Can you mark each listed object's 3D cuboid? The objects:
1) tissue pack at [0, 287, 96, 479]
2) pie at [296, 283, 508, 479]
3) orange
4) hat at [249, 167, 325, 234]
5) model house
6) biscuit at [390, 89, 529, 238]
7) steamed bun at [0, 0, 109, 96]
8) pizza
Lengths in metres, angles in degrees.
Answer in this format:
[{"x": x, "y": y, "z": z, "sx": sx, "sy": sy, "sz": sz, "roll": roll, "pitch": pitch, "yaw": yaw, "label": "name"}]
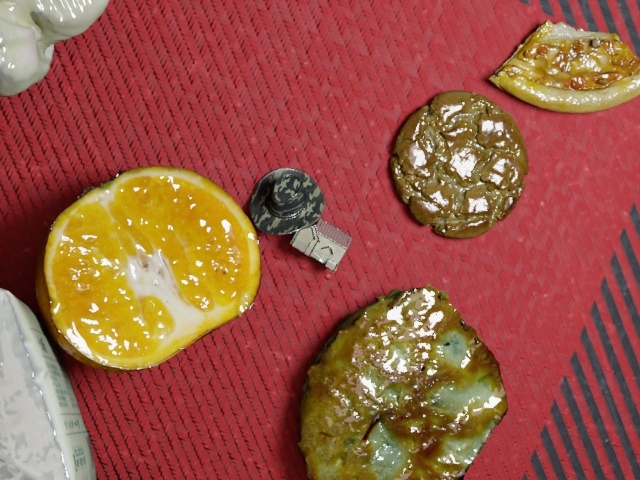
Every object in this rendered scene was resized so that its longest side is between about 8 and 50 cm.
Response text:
[{"x": -0.423, "y": 0.224, "z": 1.561, "sx": 0.207, "sy": 0.380, "sz": 0.297, "roll": -18, "pitch": 82, "yaw": -9, "label": "tissue pack"}, {"x": 0.115, "y": 0.242, "z": 1.817, "sx": 0.288, "sy": 0.103, "sz": 0.354, "roll": 32, "pitch": 91, "yaw": -10, "label": "pie"}, {"x": -0.234, "y": 0.038, "z": 1.670, "sx": 0.310, "sy": 0.274, "sz": 0.274, "roll": -38, "pitch": 98, "yaw": -7, "label": "orange"}, {"x": -0.050, "y": -0.063, "z": 1.782, "sx": 0.121, "sy": 0.050, "sz": 0.121, "roll": 0, "pitch": 58, "yaw": -1, "label": "hat"}, {"x": 0.000, "y": 0.000, "z": 1.808, "sx": 0.083, "sy": 0.057, "sz": 0.058, "roll": 32, "pitch": 92, "yaw": -8, "label": "model house"}, {"x": 0.212, "y": -0.114, "z": 1.848, "sx": 0.226, "sy": 0.042, "sz": 0.226, "roll": -1, "pitch": 94, "yaw": -10, "label": "biscuit"}, {"x": -0.474, "y": -0.359, "z": 1.619, "sx": 0.339, "sy": 0.247, "sz": 0.352, "roll": 38, "pitch": 68, "yaw": -26, "label": "steamed bun"}, {"x": 0.389, "y": -0.260, "z": 1.864, "sx": 0.271, "sy": 0.056, "sz": 0.134, "roll": 9, "pitch": 100, "yaw": -11, "label": "pizza"}]
